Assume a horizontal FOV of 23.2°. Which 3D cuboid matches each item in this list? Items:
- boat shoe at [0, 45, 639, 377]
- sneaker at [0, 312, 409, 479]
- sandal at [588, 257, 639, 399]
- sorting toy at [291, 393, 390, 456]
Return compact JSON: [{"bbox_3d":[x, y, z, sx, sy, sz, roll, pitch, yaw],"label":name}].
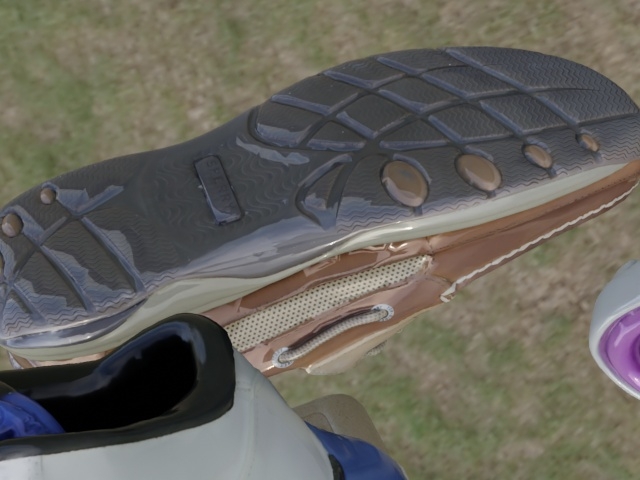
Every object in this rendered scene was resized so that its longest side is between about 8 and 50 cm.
[{"bbox_3d":[0.000,0.000,0.752,0.116,0.324,0.123,75,179,-45],"label":"boat shoe"},{"bbox_3d":[-0.115,0.139,0.523,0.127,0.315,0.182,13,145,50],"label":"sneaker"},{"bbox_3d":[0.248,0.031,0.703,0.169,0.102,0.416,24,155,-3],"label":"sandal"},{"bbox_3d":[-0.017,0.242,0.818,0.041,0.229,0.307,103,145,-54],"label":"sorting toy"}]
